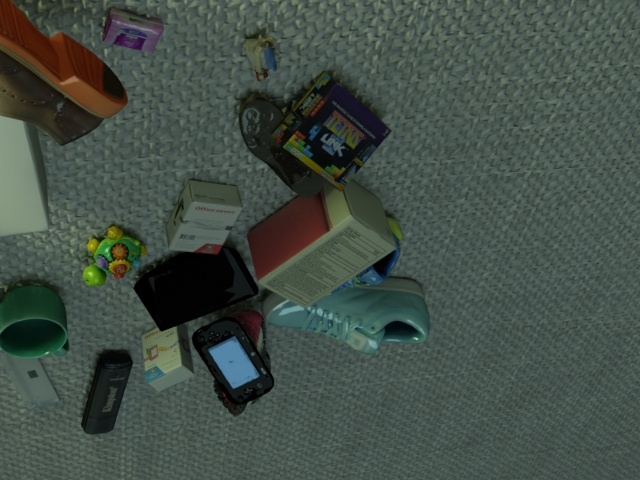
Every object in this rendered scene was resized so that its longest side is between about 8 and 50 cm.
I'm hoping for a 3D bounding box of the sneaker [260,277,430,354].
[{"bbox_3d":[0.064,0.161,2.205,0.365,0.150,0.135,-2,139,-17],"label":"sneaker"}]

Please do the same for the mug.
[{"bbox_3d":[-0.546,0.154,2.019,0.129,0.097,0.158,-6,142,-14],"label":"mug"}]

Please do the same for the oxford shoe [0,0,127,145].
[{"bbox_3d":[-0.413,-0.228,1.326,0.132,0.130,0.363,-38,133,18],"label":"oxford shoe"}]

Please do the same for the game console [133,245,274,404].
[{"bbox_3d":[-0.195,0.173,2.103,0.213,0.044,0.361,-22,118,13],"label":"game console"}]

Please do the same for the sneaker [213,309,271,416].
[{"bbox_3d":[-0.158,0.246,2.279,0.112,0.121,0.299,-30,151,-32],"label":"sneaker"}]

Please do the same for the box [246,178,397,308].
[{"bbox_3d":[0.000,0.000,2.001,0.232,0.127,0.148,-35,138,22],"label":"box"}]

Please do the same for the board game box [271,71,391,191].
[{"bbox_3d":[0.021,-0.181,1.811,0.141,0.048,0.170,-50,136,7],"label":"board game box"}]

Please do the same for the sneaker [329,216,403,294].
[{"bbox_3d":[0.060,0.052,2.072,0.240,0.126,0.091,-40,116,15],"label":"sneaker"}]

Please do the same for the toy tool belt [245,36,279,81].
[{"bbox_3d":[-0.085,-0.286,1.679,0.051,0.052,0.083,-12,143,8],"label":"toy tool belt"}]

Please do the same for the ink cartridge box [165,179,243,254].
[{"bbox_3d":[-0.212,-0.041,1.930,0.099,0.056,0.135,7,137,-27],"label":"ink cartridge box"}]

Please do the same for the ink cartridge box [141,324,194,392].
[{"bbox_3d":[-0.314,0.234,2.183,0.088,0.122,0.052,-27,137,13],"label":"ink cartridge box"}]

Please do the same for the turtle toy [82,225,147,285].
[{"bbox_3d":[-0.382,0.037,1.958,0.130,0.066,0.095,-31,140,18],"label":"turtle toy"}]

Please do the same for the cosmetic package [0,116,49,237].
[{"bbox_3d":[-0.521,-0.185,1.511,0.217,0.156,0.385,-7,132,-11],"label":"cosmetic package"}]

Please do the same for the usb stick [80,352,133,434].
[{"bbox_3d":[-0.464,0.335,2.314,0.077,0.045,0.278,2,138,-21],"label":"usb stick"}]

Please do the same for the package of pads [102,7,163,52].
[{"bbox_3d":[-0.280,-0.311,1.591,0.083,0.032,0.050,8,135,-28],"label":"package of pads"}]

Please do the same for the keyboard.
[{"bbox_3d":[-0.609,0.279,2.223,0.072,0.014,0.256,-17,143,-8],"label":"keyboard"}]

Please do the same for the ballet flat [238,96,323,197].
[{"bbox_3d":[-0.071,-0.163,1.839,0.084,0.058,0.250,-36,136,5],"label":"ballet flat"}]
